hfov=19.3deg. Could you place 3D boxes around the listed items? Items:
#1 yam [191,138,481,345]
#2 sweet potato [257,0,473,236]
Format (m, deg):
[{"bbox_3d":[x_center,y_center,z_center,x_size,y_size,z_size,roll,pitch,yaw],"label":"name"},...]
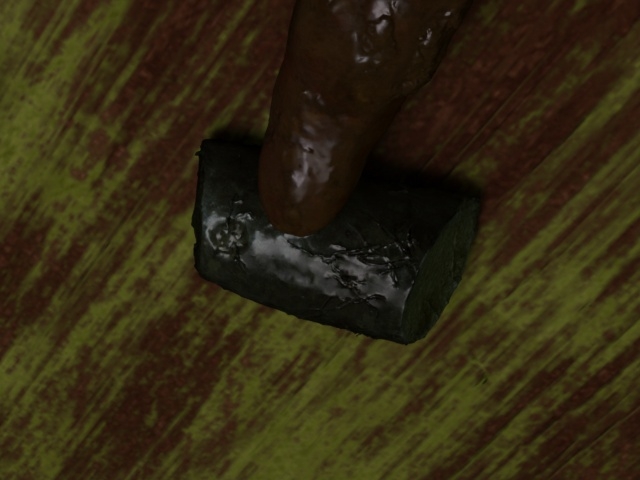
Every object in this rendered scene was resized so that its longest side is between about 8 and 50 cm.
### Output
[{"bbox_3d":[0.000,0.000,1.173,0.183,0.107,0.107,16,132,7],"label":"yam"},{"bbox_3d":[0.044,-0.150,1.030,0.095,0.106,0.355,42,134,29],"label":"sweet potato"}]
